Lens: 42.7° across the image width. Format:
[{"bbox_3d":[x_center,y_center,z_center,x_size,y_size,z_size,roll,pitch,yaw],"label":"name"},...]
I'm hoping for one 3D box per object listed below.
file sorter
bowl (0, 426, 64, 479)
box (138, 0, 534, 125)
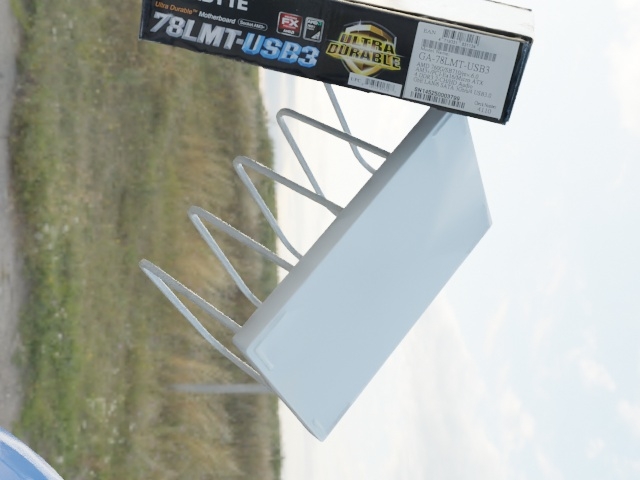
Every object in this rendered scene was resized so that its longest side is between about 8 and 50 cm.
[{"bbox_3d":[0.000,0.000,0.762,0.278,0.173,0.193,-50,144,-16],"label":"file sorter"},{"bbox_3d":[-0.297,0.288,0.493,0.077,0.391,0.391,14,74,-80],"label":"bowl"},{"bbox_3d":[0.037,-0.194,0.725,0.295,0.293,0.073,-53,158,-65],"label":"box"}]
